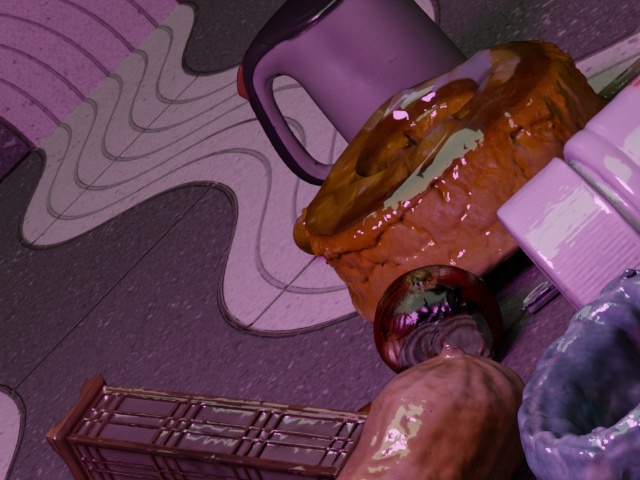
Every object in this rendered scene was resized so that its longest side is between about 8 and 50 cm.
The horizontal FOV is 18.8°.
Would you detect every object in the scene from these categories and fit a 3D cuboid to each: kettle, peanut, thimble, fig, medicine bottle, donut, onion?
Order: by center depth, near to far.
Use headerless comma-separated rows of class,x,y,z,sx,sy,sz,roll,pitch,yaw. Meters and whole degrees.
thimble,0.247,0.121,1.327,0.198,0.143,0.235,-16,34,52
medicine bottle,0.312,-0.060,1.505,0.332,0.190,0.190,-42,20,-1
peanut,0.086,0.176,1.539,0.129,0.129,0.224,-18,33,49
onion,0.106,0.074,1.753,0.117,0.119,0.118,-7,24,0
donut,0.130,-0.072,1.925,0.330,0.160,0.330,-37,13,10
kettle,0.048,-0.166,2.135,0.240,0.255,0.165,-42,22,2
fig,0.000,0.000,2.195,0.050,0.050,0.083,-42,37,2

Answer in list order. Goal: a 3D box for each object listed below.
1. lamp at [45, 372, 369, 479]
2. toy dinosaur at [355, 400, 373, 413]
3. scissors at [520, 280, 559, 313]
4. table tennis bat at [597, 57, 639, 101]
lamp,-0.086,0.191,1.725,0.325,0.090,0.089,4,44,32
toy dinosaur,-0.125,0.270,1.791,0.432,0.097,0.208,-52,33,-18
scissors,0.315,-0.055,1.729,0.360,0.029,0.191,-40,21,6
table tennis bat,0.381,-0.221,1.971,0.246,0.022,0.138,-41,19,-2
